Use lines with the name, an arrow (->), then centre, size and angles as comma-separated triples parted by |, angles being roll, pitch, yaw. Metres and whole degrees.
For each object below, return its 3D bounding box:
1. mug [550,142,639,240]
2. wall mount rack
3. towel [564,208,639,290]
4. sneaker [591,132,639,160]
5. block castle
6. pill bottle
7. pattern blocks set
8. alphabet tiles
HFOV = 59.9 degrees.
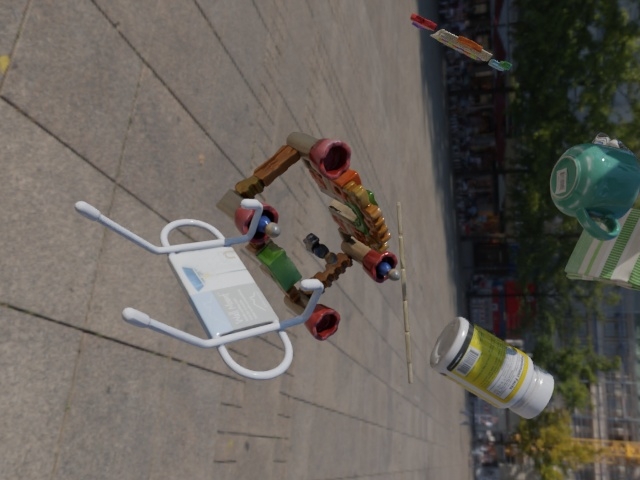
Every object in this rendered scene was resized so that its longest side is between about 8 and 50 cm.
mug -> 0.457, -0.092, 0.936 | 0.157, 0.098, 0.129 | -97, -161, -55
wall mount rack -> -0.177, 0.045, 0.816 | 0.304, 0.350, 0.130 | -8, 135, -37
towel -> 0.862, 0.023, 1.534 | 0.038, 0.325, 0.247 | 35, 80, -27
sneaker -> 0.609, -0.178, 1.201 | 0.080, 0.081, 0.211 | 45, 21, 5
block castle -> 0.000, 0.000, 1.292 | 0.303, 0.213, 0.453 | -42, 133, -15
pill bottle -> 0.327, 0.246, 1.065 | 0.119, 0.209, 0.119 | -59, -179, 2
pattern blocks set -> 0.422, -0.589, 1.679 | 0.026, 0.325, 0.285 | -64, 175, 18
alphabet tiles -> 0.170, 0.094, 1.118 | 0.285, 0.011, 0.342 | -31, 117, -81
